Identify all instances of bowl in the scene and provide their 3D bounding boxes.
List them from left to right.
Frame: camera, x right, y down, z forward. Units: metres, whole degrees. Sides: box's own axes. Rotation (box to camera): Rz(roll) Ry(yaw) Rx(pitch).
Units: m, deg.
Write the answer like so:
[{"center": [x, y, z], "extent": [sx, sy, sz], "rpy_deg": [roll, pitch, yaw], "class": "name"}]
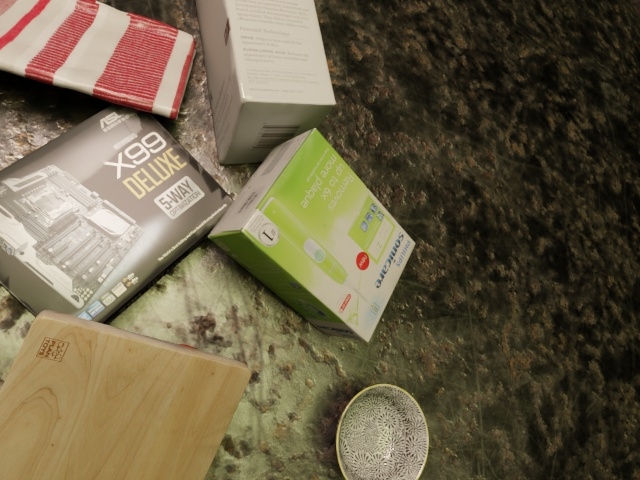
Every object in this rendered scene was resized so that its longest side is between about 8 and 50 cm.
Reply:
[{"center": [0.087, 0.326, 0.677], "extent": [0.170, 0.080, 0.170], "rpy_deg": [6, 74, -22], "class": "bowl"}]

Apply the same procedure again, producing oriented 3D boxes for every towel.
[{"center": [-0.373, -0.312, 0.630], "extent": [0.329, 0.037, 0.237], "rpy_deg": [13, 49, -20], "class": "towel"}]

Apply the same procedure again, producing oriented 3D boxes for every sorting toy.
[{"center": [-0.261, 0.232, 0.510], "extent": [0.255, 0.089, 0.257], "rpy_deg": [26, 88, -28], "class": "sorting toy"}]

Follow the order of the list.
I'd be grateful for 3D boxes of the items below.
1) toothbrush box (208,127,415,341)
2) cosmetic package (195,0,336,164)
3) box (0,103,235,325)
[{"center": [0.000, 0.000, 0.667], "extent": [0.283, 0.122, 0.206], "rpy_deg": [46, 61, -27], "class": "toothbrush box"}, {"center": [-0.114, -0.354, 0.704], "extent": [0.156, 0.217, 0.385], "rpy_deg": [-8, 77, -25], "class": "cosmetic package"}, {"center": [-0.318, -0.036, 0.603], "extent": [0.242, 0.076, 0.307], "rpy_deg": [47, 64, -5], "class": "box"}]
